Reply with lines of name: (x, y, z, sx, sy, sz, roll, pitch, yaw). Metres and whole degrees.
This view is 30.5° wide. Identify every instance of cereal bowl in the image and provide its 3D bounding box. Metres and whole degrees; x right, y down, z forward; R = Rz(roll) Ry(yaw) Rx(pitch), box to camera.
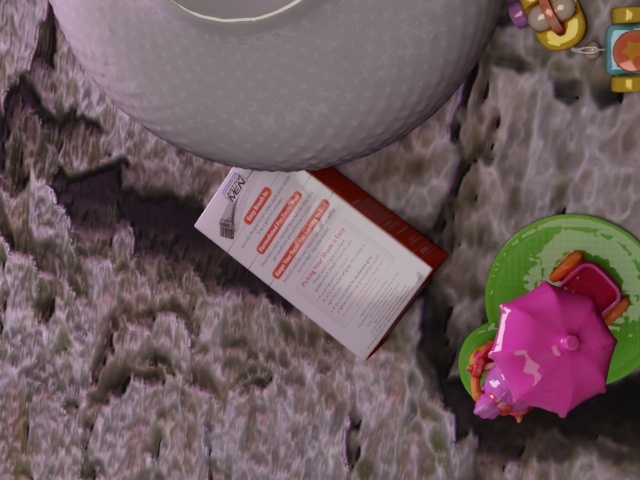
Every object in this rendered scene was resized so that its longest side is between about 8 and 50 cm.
cereal bowl: (-0.040, -0.214, 0.779, 0.339, 0.141, 0.339, 1, 93, 12)

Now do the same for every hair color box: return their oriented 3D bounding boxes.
hair color box: (0.000, 0.000, 0.886, 0.167, 0.053, 0.093, 38, 111, 8)

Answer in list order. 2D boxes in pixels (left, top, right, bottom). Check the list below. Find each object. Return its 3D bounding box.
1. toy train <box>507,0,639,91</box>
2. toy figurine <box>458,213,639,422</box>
toy train: (0.193, -0.172, 0.783, 0.166, 0.046, 0.125, 40, 111, 10)
toy figurine: (0.143, 0.073, 0.789, 0.130, 0.159, 0.173, 47, 113, 7)
